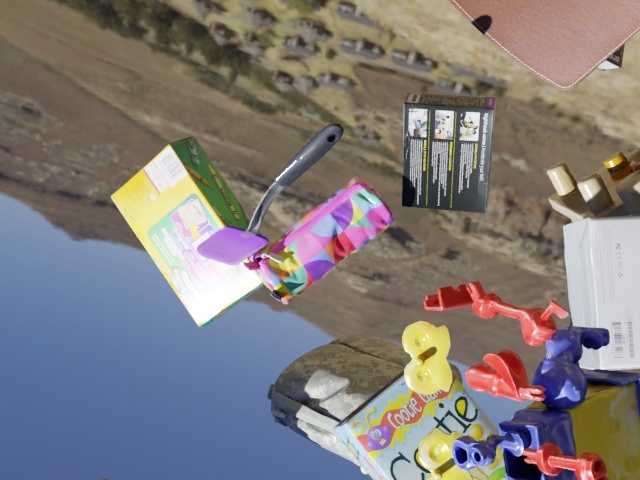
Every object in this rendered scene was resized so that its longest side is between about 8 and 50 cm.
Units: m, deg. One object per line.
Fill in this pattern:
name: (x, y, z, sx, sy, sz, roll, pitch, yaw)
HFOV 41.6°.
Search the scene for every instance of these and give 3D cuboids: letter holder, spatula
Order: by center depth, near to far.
spatula: (-0.067, -0.058, 1.150, 0.084, 0.296, 0.030, 19, -144, -37)
letter holder: (0.312, -0.391, 1.211, 0.302, 0.214, 0.152, 33, -150, -22)

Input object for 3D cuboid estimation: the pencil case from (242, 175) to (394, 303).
pencil case: (0.000, 0.000, 1.309, 0.104, 0.236, 0.104, 52, 174, 7)

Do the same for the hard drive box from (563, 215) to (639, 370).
hard drive box: (0.426, 0.060, 1.019, 0.232, 0.181, 0.089, -2, 175, -4)

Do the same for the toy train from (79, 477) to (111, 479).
toy train: (-0.332, 0.569, 1.533, 0.190, 0.142, 0.334, 1, 131, 57)

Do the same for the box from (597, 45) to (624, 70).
box: (0.595, -0.501, 1.879, 0.231, 0.183, 0.056, 14, 175, -34)

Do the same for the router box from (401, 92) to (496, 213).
router box: (0.193, -0.131, 1.279, 0.133, 0.178, 0.046, 6, -146, 12)

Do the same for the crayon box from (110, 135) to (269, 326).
crayon box: (-0.209, -0.013, 1.426, 0.278, 0.165, 0.081, 56, -150, 1)

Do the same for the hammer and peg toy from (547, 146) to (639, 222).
hammer and peg toy: (0.519, -0.094, 1.304, 0.127, 0.266, 0.361, 60, -175, -9)

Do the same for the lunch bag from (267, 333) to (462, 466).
lunch bag: (0.081, 0.320, 1.626, 0.256, 0.212, 0.305, -5, -165, -45)

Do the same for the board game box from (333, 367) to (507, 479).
board game box: (0.161, 0.292, 1.024, 0.275, 0.142, 0.144, 51, 167, 8)

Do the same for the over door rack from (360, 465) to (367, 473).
over door rack: (0.095, 0.548, 1.333, 0.108, 0.239, 0.324, 1, -143, -19)

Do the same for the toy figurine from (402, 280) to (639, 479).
toy figurine: (0.226, 0.197, 0.668, 0.217, 0.362, 0.191, -8, 177, -31)

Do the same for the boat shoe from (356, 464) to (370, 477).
boat shoe: (0.125, 0.476, 1.734, 0.135, 0.045, 0.050, 33, 153, 45)
